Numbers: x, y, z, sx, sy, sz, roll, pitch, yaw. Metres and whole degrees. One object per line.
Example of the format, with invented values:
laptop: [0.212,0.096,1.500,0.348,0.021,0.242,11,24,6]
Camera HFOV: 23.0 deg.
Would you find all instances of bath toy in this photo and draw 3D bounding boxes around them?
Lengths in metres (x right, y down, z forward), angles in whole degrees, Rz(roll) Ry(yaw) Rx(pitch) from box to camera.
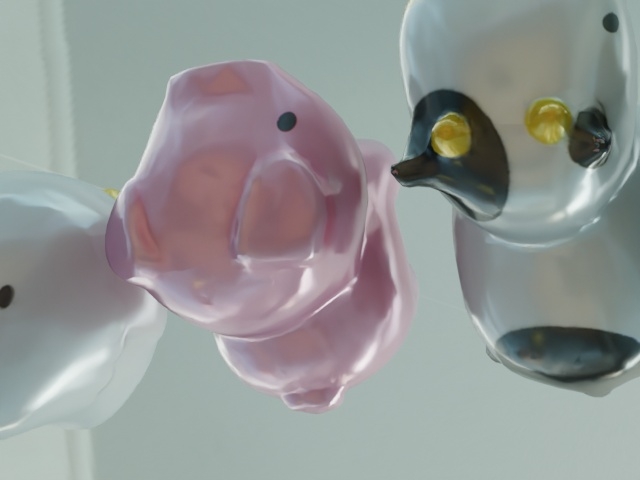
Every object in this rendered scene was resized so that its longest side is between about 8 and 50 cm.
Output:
bath toy: [0.000,0.000,0.512,0.348,0.129,0.151,-11,-72,21]
